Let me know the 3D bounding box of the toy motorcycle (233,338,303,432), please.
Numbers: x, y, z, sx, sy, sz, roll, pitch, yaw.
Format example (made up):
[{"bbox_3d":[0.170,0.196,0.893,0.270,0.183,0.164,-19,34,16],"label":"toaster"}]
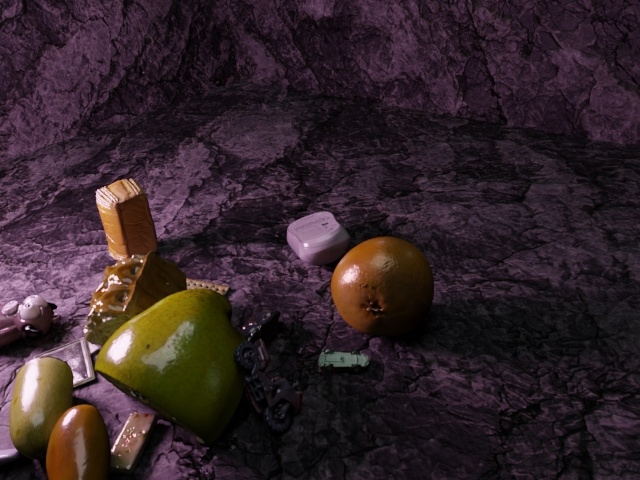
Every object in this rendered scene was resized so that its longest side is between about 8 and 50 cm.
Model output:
[{"bbox_3d":[-0.112,0.319,1.324,0.118,0.212,0.084,-17,-15,-44],"label":"toy motorcycle"}]

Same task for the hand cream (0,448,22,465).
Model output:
[{"bbox_3d":[-0.770,0.483,1.263,0.256,0.048,0.079,-12,-1,-7],"label":"hand cream"}]

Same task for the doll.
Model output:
[{"bbox_3d":[-0.864,0.230,1.657,0.258,0.117,0.182,-12,25,-4],"label":"doll"}]

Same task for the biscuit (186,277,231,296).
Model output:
[{"bbox_3d":[-0.390,0.161,1.763,0.203,0.016,0.144,11,35,18],"label":"biscuit"}]

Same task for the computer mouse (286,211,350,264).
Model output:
[{"bbox_3d":[0.000,0.000,1.883,0.184,0.121,0.297,-26,18,-10],"label":"computer mouse"}]

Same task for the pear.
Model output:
[{"bbox_3d":[-0.317,0.249,1.363,0.343,0.238,0.318,16,55,34],"label":"pear"}]

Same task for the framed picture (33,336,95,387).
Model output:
[{"bbox_3d":[-0.670,0.330,1.535,0.142,0.011,0.183,-21,35,-18],"label":"framed picture"}]

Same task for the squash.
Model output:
[{"bbox_3d":[-0.625,0.384,1.326,0.133,0.132,0.247,-15,30,-14],"label":"squash"}]

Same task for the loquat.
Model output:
[{"bbox_3d":[0.159,0.116,1.512,0.263,0.262,0.263,-5,30,3],"label":"loquat"}]

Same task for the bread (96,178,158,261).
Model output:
[{"bbox_3d":[-0.638,-0.059,1.952,0.153,0.288,0.119,-28,46,-31],"label":"bread"}]

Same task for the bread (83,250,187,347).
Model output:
[{"bbox_3d":[-0.496,0.172,1.594,0.239,0.195,0.252,-10,39,0],"label":"bread"}]

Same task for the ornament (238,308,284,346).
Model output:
[{"bbox_3d":[-0.244,0.223,1.582,0.236,0.080,0.202,13,39,31],"label":"ornament"}]

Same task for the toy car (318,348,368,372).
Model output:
[{"bbox_3d":[0.056,0.296,1.440,0.122,0.035,0.059,3,30,-1],"label":"toy car"}]

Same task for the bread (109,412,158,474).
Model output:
[{"bbox_3d":[-0.414,0.442,1.289,0.068,0.028,0.153,2,32,10],"label":"bread"}]

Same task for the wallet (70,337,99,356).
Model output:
[{"bbox_3d":[-0.642,0.291,1.609,0.083,0.011,0.044,19,39,36],"label":"wallet"}]

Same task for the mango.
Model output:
[{"bbox_3d":[-0.487,0.454,1.189,0.138,0.113,0.253,-40,47,18],"label":"mango"}]
